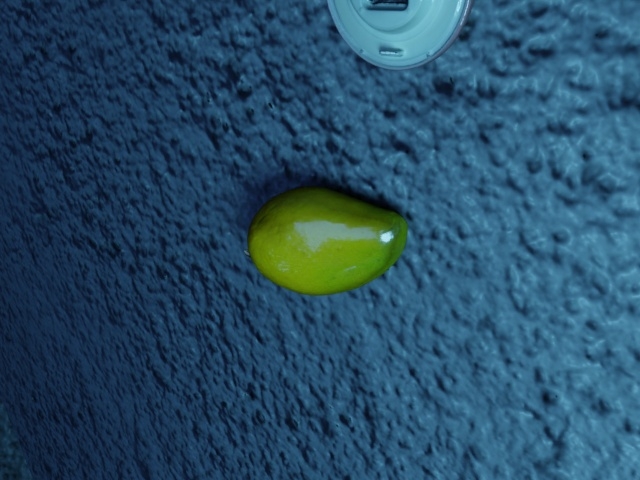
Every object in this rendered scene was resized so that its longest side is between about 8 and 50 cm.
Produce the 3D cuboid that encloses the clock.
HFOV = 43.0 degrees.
[{"bbox_3d":[0.100,-0.349,1.084,0.244,0.056,0.244,18,117,39],"label":"clock"}]

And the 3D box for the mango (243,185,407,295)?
[{"bbox_3d":[0.000,0.000,1.284,0.317,0.119,0.176,-2,102,35],"label":"mango"}]
